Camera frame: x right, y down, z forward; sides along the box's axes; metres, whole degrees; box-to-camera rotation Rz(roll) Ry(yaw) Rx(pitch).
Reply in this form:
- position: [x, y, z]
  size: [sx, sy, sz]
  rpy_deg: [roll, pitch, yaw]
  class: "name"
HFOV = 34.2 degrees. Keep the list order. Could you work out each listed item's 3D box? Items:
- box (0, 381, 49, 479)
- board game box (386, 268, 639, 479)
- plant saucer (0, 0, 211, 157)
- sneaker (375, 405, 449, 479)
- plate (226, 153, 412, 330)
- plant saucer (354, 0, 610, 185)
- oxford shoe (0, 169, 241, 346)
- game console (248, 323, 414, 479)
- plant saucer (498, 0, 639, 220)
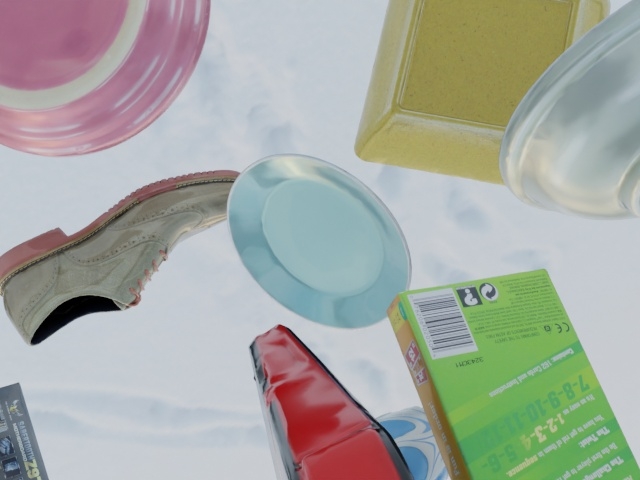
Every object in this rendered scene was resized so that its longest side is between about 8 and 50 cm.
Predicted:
- position: [-0.550, 0.368, 1.699]
  size: [0.183, 0.233, 0.059]
  rpy_deg: [-15, 171, -34]
  class: "box"
- position: [0.144, 0.143, 0.688]
  size: [0.124, 0.259, 0.039]
  rpy_deg: [-8, 148, -23]
  class: "board game box"
- position: [-0.285, -0.256, 1.099]
  size: [0.332, 0.332, 0.084]
  rpy_deg: [-34, 173, 8]
  class: "plant saucer"
- position: [0.015, 0.209, 0.862]
  size: [0.086, 0.085, 0.237]
  rpy_deg: [-21, 164, -49]
  class: "sneaker"
- position: [0.000, 0.000, 0.942]
  size: [0.024, 0.188, 0.188]
  rpy_deg: [-49, 172, -44]
  class: "plate"
- position: [0.238, -0.256, 1.515]
  size: [0.332, 0.333, 0.081]
  rpy_deg: [11, 164, 10]
  class: "plant saucer"
- position: [-0.237, 0.024, 1.331]
  size: [0.348, 0.130, 0.123]
  rpy_deg: [-26, 157, -3]
  class: "oxford shoe"
- position: [0.031, 0.262, 0.612]
  size: [0.060, 0.387, 0.342]
  rpy_deg: [-12, -171, -6]
  class: "game console"
- position: [0.372, -0.115, 0.994]
  size: [0.400, 0.101, 0.400]
  rpy_deg: [-16, 154, -8]
  class: "plant saucer"
